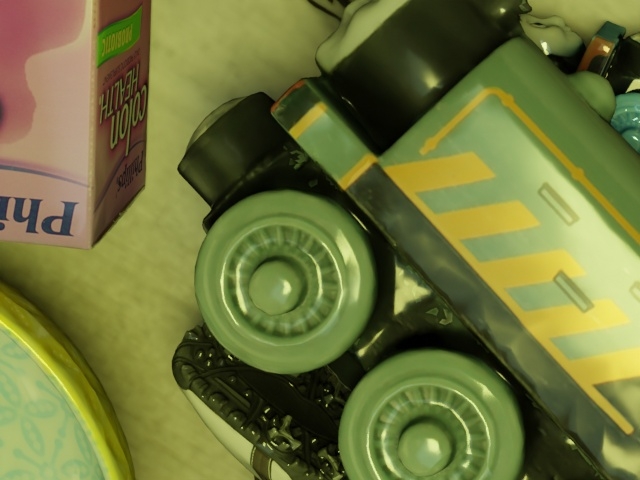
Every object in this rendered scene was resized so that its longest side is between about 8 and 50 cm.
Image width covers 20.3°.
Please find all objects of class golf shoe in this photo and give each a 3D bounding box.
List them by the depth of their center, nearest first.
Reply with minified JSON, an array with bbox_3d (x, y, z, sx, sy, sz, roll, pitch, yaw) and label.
[{"bbox_3d":[-0.009,0.119,0.888,0.198,0.077,0.094,38,126,-22],"label":"golf shoe"}]

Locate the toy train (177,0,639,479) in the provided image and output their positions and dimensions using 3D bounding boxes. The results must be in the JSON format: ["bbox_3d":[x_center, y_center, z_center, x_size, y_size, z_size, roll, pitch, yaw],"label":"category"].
[{"bbox_3d":[0.094,0.040,0.758,0.190,0.142,0.334,-43,85,11],"label":"toy train"}]

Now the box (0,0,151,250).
[{"bbox_3d":[-0.193,-0.134,0.829,0.213,0.117,0.243,6,108,6],"label":"box"}]

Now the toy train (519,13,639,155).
[{"bbox_3d":[0.100,-0.023,0.846,0.105,0.080,0.184,25,109,6],"label":"toy train"}]

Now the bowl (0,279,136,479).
[{"bbox_3d":[-0.215,0.118,0.890,0.289,0.156,0.289,2,107,8],"label":"bowl"}]
